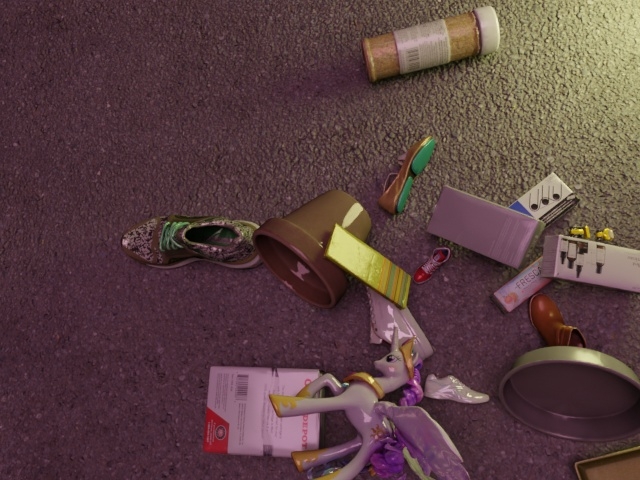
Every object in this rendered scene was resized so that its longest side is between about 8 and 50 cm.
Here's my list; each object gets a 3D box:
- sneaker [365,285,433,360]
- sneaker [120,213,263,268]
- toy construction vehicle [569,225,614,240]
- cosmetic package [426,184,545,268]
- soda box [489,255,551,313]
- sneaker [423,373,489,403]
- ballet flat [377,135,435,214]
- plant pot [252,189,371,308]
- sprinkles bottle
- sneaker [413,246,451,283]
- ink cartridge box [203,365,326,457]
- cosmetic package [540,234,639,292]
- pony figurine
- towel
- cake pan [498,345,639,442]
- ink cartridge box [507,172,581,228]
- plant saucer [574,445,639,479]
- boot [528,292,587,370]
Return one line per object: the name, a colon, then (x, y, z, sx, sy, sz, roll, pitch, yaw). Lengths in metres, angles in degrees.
sneaker: (0.147, 0.178, 1.273, 0.123, 0.106, 0.290, -31, 74, -2)
sneaker: (-0.347, -0.015, 1.370, 0.410, 0.182, 0.158, -1, 76, 10)
toy construction vehicle: (0.658, 0.008, 1.270, 0.098, 0.035, 0.086, -2, 64, 7)
cosmetic package: (0.390, -0.033, 1.252, 0.238, 0.107, 0.127, 28, 102, 29)
soda box: (0.498, 0.099, 1.255, 0.183, 0.063, 0.058, -36, 75, -1)
sneaker: (0.319, 0.349, 1.228, 0.152, 0.054, 0.061, 7, 74, 12)
ballet flat: (0.219, -0.181, 1.372, 0.073, 0.080, 0.232, 23, 79, 30)
plant pot: (0.000, 0.000, 1.295, 0.263, 0.263, 0.229, 35, 66, 16)
sprinkles bottle: (0.294, -0.531, 1.423, 0.355, 0.121, 0.121, -12, 74, 7)
sneaker: (0.277, 0.059, 1.302, 0.118, 0.067, 0.042, -42, 72, -2)
ink cartridge box: (-0.126, 0.407, 1.258, 0.272, 0.114, 0.197, 0, 75, 10)
cosmetic package: (0.631, 0.056, 1.199, 0.239, 0.060, 0.099, 10, 86, -9)
pony figurine: (0.118, 0.396, 1.102, 0.363, 0.303, 0.351, -22, 69, -16)
towel: (0.111, 0.061, 1.197, 0.237, 0.021, 0.102, 34, 47, -19)
cake pan: (0.529, 0.322, 1.100, 0.293, 0.293, 0.054, 15, 46, 13)
ink cartridge box: (0.528, -0.066, 1.302, 0.207, 0.046, 0.097, -37, 71, 0)
plant saucer: (0.663, 0.547, 1.120, 0.188, 0.045, 0.188, -17, 73, 6)
boot: (0.539, 0.202, 1.174, 0.073, 0.152, 0.197, -18, 74, 4)
